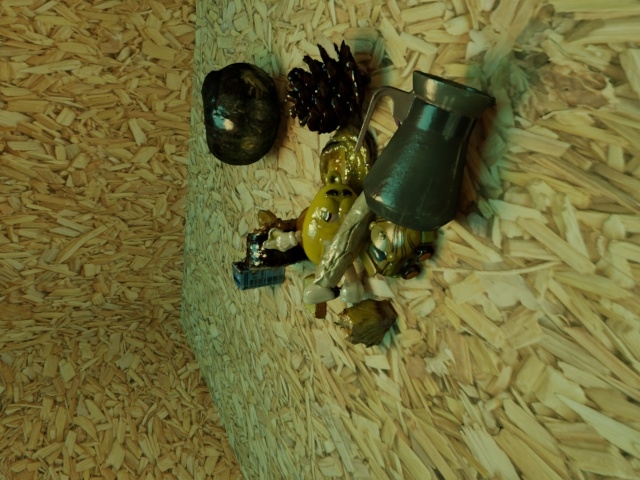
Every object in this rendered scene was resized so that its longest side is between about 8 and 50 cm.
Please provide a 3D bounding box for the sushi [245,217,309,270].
[{"bbox_3d":[-0.189,0.016,1.855,0.234,0.348,0.208,-7,93,20],"label":"sushi"}]

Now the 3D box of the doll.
[{"bbox_3d":[0.024,0.026,1.542,0.423,0.348,0.161,56,-175,-19],"label":"doll"}]

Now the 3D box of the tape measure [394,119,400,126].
[{"bbox_3d":[0.263,-0.339,1.285,0.118,0.074,0.125,124,137,-55],"label":"tape measure"}]

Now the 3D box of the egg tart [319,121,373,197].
[{"bbox_3d":[0.070,-0.253,1.589,0.297,0.132,0.297,31,127,54],"label":"egg tart"}]

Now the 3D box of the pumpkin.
[{"bbox_3d":[-0.346,-0.547,2.034,0.454,0.343,0.455,178,90,-76],"label":"pumpkin"}]

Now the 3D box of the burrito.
[{"bbox_3d":[0.104,-0.024,1.410,0.076,0.117,0.392,35,98,39],"label":"burrito"}]

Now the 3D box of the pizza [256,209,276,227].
[{"bbox_3d":[-0.239,-0.051,2.215,0.271,0.056,0.135,47,131,45],"label":"pizza"}]

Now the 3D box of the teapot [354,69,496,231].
[{"bbox_3d":[0.241,-0.226,1.150,0.253,0.299,0.344,-76,3,-66],"label":"teapot"}]

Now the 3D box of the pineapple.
[{"bbox_3d":[0.151,0.266,1.512,0.115,0.186,0.236,62,-173,28],"label":"pineapple"}]

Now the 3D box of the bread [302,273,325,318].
[{"bbox_3d":[-0.023,0.224,1.887,0.103,0.065,0.188,16,110,52],"label":"bread"}]

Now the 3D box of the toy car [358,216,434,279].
[{"bbox_3d":[0.211,0.005,1.360,0.200,0.142,0.248,61,143,34],"label":"toy car"}]

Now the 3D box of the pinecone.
[{"bbox_3d":[0.016,-0.491,1.506,0.295,0.242,0.299,-31,39,29],"label":"pinecone"}]

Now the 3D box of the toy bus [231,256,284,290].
[{"bbox_3d":[-0.291,0.152,2.161,0.116,0.233,0.134,39,130,51],"label":"toy bus"}]

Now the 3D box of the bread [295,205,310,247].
[{"bbox_3d":[0.003,-0.048,1.726,0.250,0.133,0.179,-3,88,59],"label":"bread"}]
